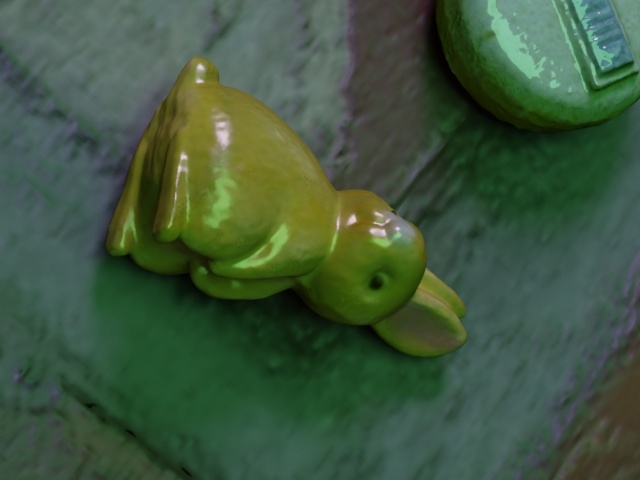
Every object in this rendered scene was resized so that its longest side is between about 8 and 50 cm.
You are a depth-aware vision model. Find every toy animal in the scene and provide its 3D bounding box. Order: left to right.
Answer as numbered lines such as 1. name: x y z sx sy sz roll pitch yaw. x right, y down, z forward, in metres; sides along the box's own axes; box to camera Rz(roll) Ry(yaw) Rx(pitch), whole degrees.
1. toy animal: 0.002 -0.003 0.742 0.159 0.070 0.083 26 70 -23

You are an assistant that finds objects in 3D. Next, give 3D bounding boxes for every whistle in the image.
1. whistle: 0.085 -0.142 0.801 0.104 0.057 0.198 -21 92 -25
